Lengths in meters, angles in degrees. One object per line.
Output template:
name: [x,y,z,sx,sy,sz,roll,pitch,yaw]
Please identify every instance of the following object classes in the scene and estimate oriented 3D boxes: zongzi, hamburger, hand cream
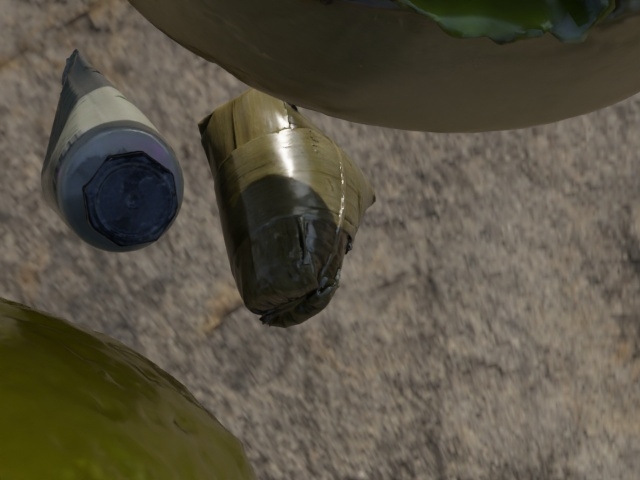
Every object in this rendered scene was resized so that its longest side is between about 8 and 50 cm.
zongzi: [0.000,0.000,1.023,0.078,0.176,0.160,-23,56,23]
hamburger: [0.040,-0.173,0.468,0.300,0.176,0.300,3,60,-6]
hand cream: [-0.103,-0.037,0.709,0.050,0.234,0.080,10,99,-18]

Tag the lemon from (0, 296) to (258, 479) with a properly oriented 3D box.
lemon: [-0.156,0.172,0.550,0.336,0.336,0.336,-4,65,9]
